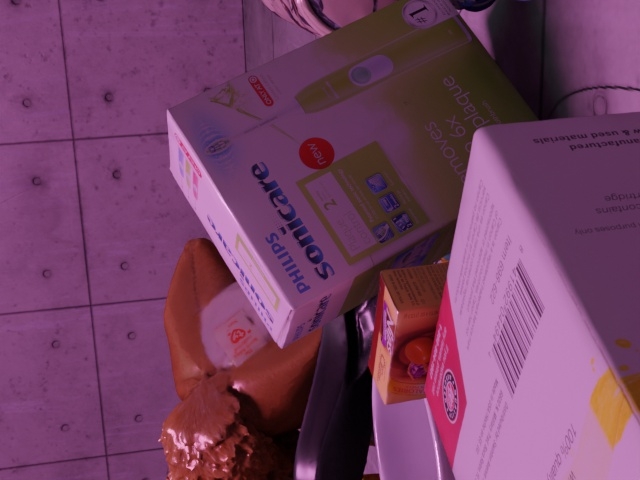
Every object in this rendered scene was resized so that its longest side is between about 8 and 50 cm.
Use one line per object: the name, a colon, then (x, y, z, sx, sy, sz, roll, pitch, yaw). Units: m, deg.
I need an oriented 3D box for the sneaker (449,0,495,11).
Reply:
sneaker: (0.153, -0.258, 0.874, 0.296, 0.112, 0.131, -109, 0, -55)

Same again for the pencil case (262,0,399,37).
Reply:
pencil case: (0.006, -0.369, 1.342, 0.183, 0.160, 0.410, 62, 178, -20)

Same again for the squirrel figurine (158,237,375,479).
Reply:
squirrel figurine: (-0.058, 0.244, 1.461, 0.370, 0.281, 0.397, 54, -133, -54)

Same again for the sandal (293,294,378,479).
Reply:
sandal: (0.074, 0.129, 1.267, 0.167, 0.107, 0.445, 28, -111, -58)

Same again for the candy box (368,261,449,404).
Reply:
candy box: (0.138, 0.068, 0.811, 0.053, 0.187, 0.109, -111, 20, -48)

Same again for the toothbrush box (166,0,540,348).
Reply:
toothbrush box: (0.035, -0.069, 0.883, 0.206, 0.283, 0.122, 58, 163, 15)

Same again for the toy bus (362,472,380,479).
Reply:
toy bus: (0.114, 0.387, 1.244, 0.211, 0.149, 0.220, 128, 140, -55)

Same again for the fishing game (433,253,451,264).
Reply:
fishing game: (0.128, 0.024, 1.044, 0.264, 0.041, 0.189, 58, 179, 46)

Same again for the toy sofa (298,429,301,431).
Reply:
toy sofa: (-0.050, 0.165, 1.847, 0.150, 0.177, 0.362, 179, 86, -79)

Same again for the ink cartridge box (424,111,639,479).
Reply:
ink cartridge box: (0.202, 0.149, 0.589, 0.279, 0.160, 0.384, 95, 165, -45)

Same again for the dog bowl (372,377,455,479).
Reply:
dog bowl: (0.140, 0.228, 1.094, 0.265, 0.104, 0.265, 175, 90, -79)
